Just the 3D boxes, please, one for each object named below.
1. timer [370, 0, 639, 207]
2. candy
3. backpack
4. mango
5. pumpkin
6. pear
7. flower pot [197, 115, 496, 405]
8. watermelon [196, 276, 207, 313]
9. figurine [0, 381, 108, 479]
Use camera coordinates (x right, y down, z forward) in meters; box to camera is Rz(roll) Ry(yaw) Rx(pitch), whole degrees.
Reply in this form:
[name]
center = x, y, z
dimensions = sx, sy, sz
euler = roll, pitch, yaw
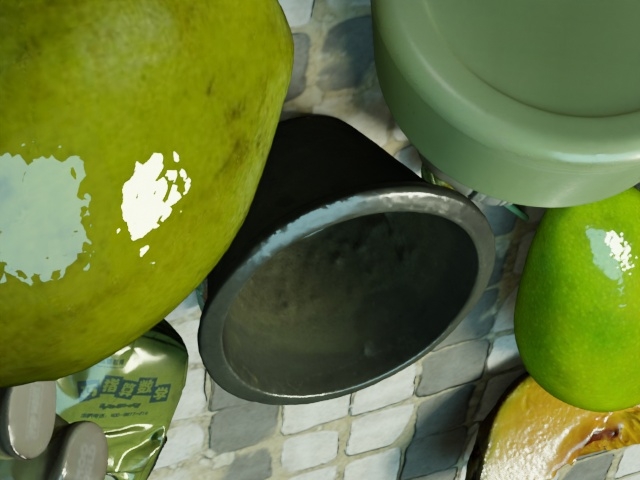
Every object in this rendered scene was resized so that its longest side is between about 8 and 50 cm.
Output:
[timer]
center = 0.167, -0.131, 1.220
dimensions = 0.290, 0.291, 0.315
euler = -19, 161, -13
[candy]
center = 0.158, -0.048, 1.453
dimensions = 0.061, 0.061, 0.202
euler = -40, 149, 14
[backpack]
center = -0.230, 0.153, 1.367
dimensions = 0.207, 0.140, 0.253
euler = 8, 123, -37
[mango]
center = 0.289, 0.057, 1.560
dimensions = 0.192, 0.156, 0.343
euler = -32, 138, -7
[pumpkin]
center = 0.282, 0.208, 1.780
dimensions = 0.312, 0.148, 0.169
euler = -18, -178, -7
[pear]
center = -0.210, -0.067, 0.956
dimensions = 0.413, 0.352, 0.352
euler = -29, 142, -3
[flower pot]
center = 0.000, 0.000, 1.309
dimensions = 0.269, 0.166, 0.269
euler = -16, 142, -12
[watermelon]
center = -0.072, 0.049, 1.401
dimensions = 0.085, 0.061, 0.085
euler = -10, 138, -10
[figurine]
center = -0.338, 0.148, 1.159
dimensions = 0.380, 0.203, 0.248
euler = -5, 164, 32
